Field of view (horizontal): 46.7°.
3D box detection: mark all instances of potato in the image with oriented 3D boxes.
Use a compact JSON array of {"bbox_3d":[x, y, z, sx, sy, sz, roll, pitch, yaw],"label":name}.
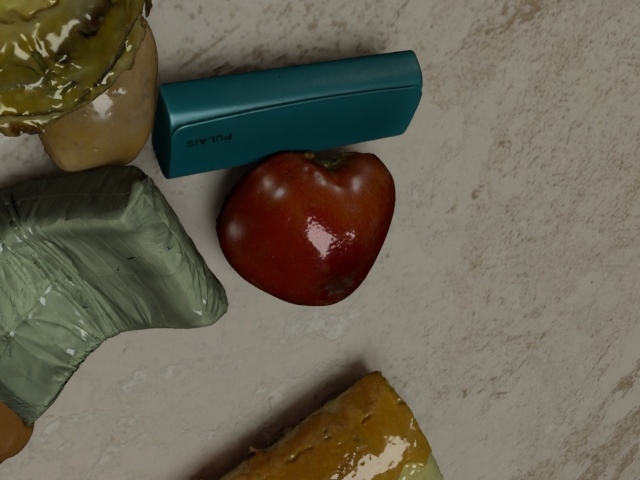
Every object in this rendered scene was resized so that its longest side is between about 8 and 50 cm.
[{"bbox_3d":[-0.221,-0.153,0.733,0.118,0.109,0.178,12,114,-5],"label":"potato"}]

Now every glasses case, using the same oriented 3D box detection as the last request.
[{"bbox_3d":[-0.032,-0.140,0.837,0.300,0.070,0.117,-12,159,-21],"label":"glasses case"}]

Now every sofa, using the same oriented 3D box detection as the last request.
[{"bbox_3d":[-0.238,0.055,0.741,0.225,0.176,0.210,-6,136,18],"label":"sofa"}]

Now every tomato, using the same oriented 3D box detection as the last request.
[{"bbox_3d":[0.000,0.000,0.890,0.232,0.140,0.200,-9,141,-28],"label":"tomato"}]

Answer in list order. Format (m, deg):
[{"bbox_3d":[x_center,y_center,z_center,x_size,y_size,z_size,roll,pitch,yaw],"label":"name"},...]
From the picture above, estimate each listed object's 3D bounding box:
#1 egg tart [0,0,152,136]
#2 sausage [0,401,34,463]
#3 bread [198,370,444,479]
[{"bbox_3d":[-0.281,-0.219,0.612,0.278,0.095,0.279,0,88,-11],"label":"egg tart"},{"bbox_3d":[-0.402,0.152,0.781,0.120,0.136,0.241,-46,128,-29],"label":"sausage"},{"bbox_3d":[-0.016,0.374,1.090,0.375,0.165,0.237,-33,124,-8],"label":"bread"}]
